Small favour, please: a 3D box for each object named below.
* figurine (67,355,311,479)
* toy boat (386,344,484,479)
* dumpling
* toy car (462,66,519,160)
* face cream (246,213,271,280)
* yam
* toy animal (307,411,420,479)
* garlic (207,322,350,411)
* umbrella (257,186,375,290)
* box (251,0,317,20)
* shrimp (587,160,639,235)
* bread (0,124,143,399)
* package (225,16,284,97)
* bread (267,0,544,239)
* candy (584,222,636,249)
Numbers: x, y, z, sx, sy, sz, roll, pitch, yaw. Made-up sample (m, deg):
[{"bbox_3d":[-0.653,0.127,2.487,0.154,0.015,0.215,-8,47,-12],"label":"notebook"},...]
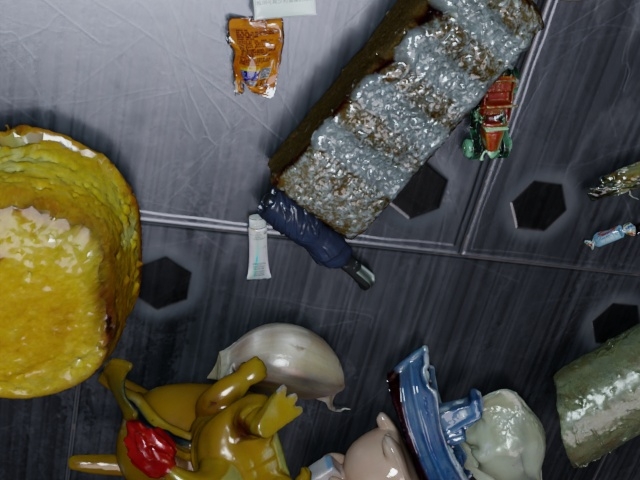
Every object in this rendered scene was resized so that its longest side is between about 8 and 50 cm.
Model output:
[{"bbox_3d":[-0.179,0.294,1.301,0.268,0.387,0.401,-40,107,-29],"label":"figurine"},{"bbox_3d":[0.215,0.316,1.522,0.142,0.129,0.309,-17,105,12],"label":"toy boat"},{"bbox_3d":[0.315,0.363,1.604,0.166,0.126,0.216,-8,135,24],"label":"dumpling"},{"bbox_3d":[0.248,-0.180,1.297,0.073,0.054,0.143,-4,120,-9],"label":"toy car"},{"bbox_3d":[-0.094,0.013,1.356,0.038,0.020,0.115,-6,122,-10],"label":"face cream"},{"bbox_3d":[0.528,0.249,1.544,0.304,0.168,0.168,-32,121,9],"label":"yam"},{"bbox_3d":[0.067,0.455,1.552,0.256,0.195,0.213,-33,113,11],"label":"toy animal"},{"bbox_3d":[-0.027,0.214,1.450,0.266,0.148,0.128,27,75,-19],"label":"garlic"},{"bbox_3d":[0.006,-0.001,1.350,0.248,0.071,0.071,35,107,-31],"label":"umbrella"},{"bbox_3d":[-0.050,-0.361,1.136,0.084,0.040,0.154,-6,120,-6],"label":"box"},{"bbox_3d":[0.527,-0.073,1.426,0.217,0.051,0.150,-13,129,-4],"label":"shrimp"},{"bbox_3d":[-0.402,0.035,1.200,0.337,0.204,0.358,-8,119,-13],"label":"bread"},{"bbox_3d":[-0.088,-0.245,1.199,0.077,0.033,0.110,4,115,-3],"label":"package"},{"bbox_3d":[0.109,-0.197,1.224,0.165,0.113,0.416,32,110,-24],"label":"bread"},{"bbox_3d":[0.470,-0.006,1.454,0.083,0.020,0.030,-28,116,34],"label":"candy"}]
